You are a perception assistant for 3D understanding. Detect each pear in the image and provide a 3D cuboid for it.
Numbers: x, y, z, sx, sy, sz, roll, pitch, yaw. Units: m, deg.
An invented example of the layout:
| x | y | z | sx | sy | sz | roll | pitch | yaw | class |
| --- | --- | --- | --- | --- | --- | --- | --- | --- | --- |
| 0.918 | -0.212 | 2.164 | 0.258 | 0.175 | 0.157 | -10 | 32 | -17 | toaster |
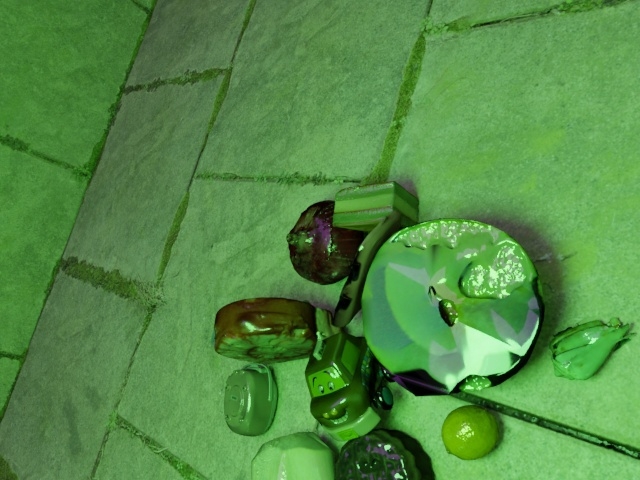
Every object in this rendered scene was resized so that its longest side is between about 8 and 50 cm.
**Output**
| x | y | z | sx | sy | sz | roll | pitch | yaw | class |
| --- | --- | --- | --- | --- | --- | --- | --- | --- | --- |
| 0.302 | 0.146 | 1.224 | 0.399 | 0.165 | 0.399 | -7 | 76 | 33 | pear |

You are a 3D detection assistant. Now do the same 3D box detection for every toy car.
| x | y | z | sx | sy | sz | roll | pitch | yaw | class |
| --- | --- | --- | --- | --- | --- | --- | --- | --- | --- |
| 0.049 | 0.326 | 1.322 | 0.204 | 0.198 | 0.248 | -29 | 23 | 31 | toy car |

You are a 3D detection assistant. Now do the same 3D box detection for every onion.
| x | y | z | sx | sy | sz | roll | pitch | yaw | class |
| --- | --- | --- | --- | --- | --- | --- | --- | --- | --- |
| 0.000 | 0.000 | 1.546 | 0.252 | 0.219 | 0.252 | -18 | 66 | 47 | onion |

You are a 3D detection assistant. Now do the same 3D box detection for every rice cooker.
| x | y | z | sx | sy | sz | roll | pitch | yaw | class |
| --- | --- | --- | --- | --- | --- | --- | --- | --- | --- |
| -0.205 | 0.460 | 1.598 | 0.145 | 0.127 | 0.206 | -10 | 74 | 39 | rice cooker |

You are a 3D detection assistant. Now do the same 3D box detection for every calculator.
| x | y | z | sx | sy | sz | roll | pitch | yaw | class |
| --- | --- | --- | --- | --- | --- | --- | --- | --- | --- |
| 0.119 | 0.070 | 1.354 | 0.048 | 0.220 | 0.330 | 31 | 134 | 20 | calculator |

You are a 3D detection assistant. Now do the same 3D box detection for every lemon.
| x | y | z | sx | sy | sz | roll | pitch | yaw | class |
| --- | --- | --- | --- | --- | --- | --- | --- | --- | --- |
| 0.312 | 0.403 | 1.160 | 0.133 | 0.109 | 0.109 | -53 | 45 | 21 | lemon |

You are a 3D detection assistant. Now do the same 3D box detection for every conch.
| x | y | z | sx | sy | sz | roll | pitch | yaw | class |
| --- | --- | --- | --- | --- | --- | --- | --- | --- | --- |
| 0.520 | 0.204 | 1.087 | 0.170 | 0.079 | 0.106 | -40 | 54 | 3 | conch |

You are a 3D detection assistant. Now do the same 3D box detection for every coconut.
| x | y | z | sx | sy | sz | roll | pitch | yaw | class |
| --- | --- | --- | --- | --- | --- | --- | --- | --- | --- |
| -0.061 | 0.597 | 1.350 | 0.241 | 0.241 | 0.241 | -19 | 60 | 36 | coconut |

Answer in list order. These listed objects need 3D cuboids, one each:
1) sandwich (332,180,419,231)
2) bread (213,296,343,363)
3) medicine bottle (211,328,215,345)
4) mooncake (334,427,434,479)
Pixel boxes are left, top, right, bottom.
| x | y | z | sx | sy | sz | roll | pitch | yaw | class |
| --- | --- | --- | --- | --- | --- | --- | --- | --- | --- |
| 0.148 | -0.072 | 1.472 | 0.187 | 0.144 | 0.117 | -7 | 66 | 31 | sandwich |
| -0.126 | 0.248 | 1.474 | 0.295 | 0.327 | 0.114 | -24 | 59 | 37 | bread |
| -0.235 | 0.307 | 1.695 | 0.188 | 0.119 | 0.094 | 13 | 86 | 45 | medicine bottle |
| 0.139 | 0.542 | 1.249 | 0.228 | 0.124 | 0.228 | -17 | 61 | 35 | mooncake |
